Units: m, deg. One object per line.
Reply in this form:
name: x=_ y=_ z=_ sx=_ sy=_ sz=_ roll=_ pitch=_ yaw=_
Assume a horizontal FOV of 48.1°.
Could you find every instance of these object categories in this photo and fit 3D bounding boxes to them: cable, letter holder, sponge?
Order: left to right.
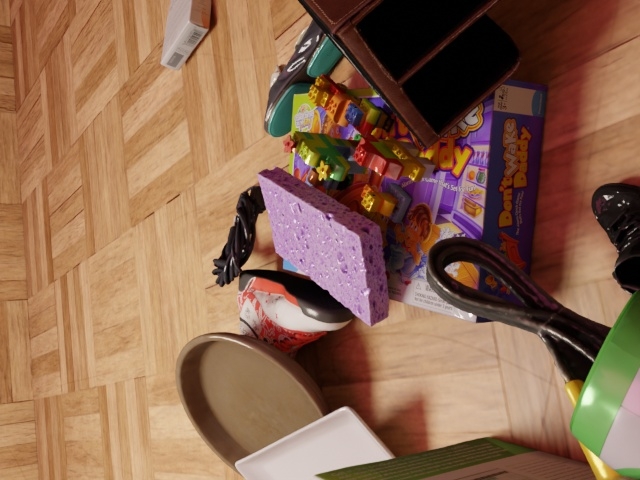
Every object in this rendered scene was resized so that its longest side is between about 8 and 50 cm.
cable: x=-0.132 y=-0.002 z=1.099 sx=0.151 sy=0.047 sz=0.184 roll=-58 pitch=16 yaw=23
sponge: x=0.000 y=0.000 z=0.819 sx=0.210 sy=0.031 sz=0.117 roll=34 pitch=142 yaw=48
letter holder: x=0.093 y=-0.271 z=0.714 sx=0.214 sy=0.152 sz=0.302 roll=-40 pitch=36 yaw=10
cable: x=0.210 y=0.076 z=0.584 sx=0.287 sy=0.139 sz=0.072 roll=52 pitch=170 yaw=29

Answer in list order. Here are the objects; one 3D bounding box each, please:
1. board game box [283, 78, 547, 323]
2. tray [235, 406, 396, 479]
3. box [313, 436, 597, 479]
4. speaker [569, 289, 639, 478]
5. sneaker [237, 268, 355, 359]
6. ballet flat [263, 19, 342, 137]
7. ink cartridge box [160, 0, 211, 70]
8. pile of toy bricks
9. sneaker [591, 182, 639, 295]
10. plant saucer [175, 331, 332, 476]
board game box: x=0.086 y=-0.056 z=0.828 sx=0.347 sy=0.078 sz=0.234 roll=11 pitch=99 yaw=54
tray: x=0.006 y=0.301 z=0.931 sx=0.145 sy=0.030 sz=0.270 roll=48 pitch=132 yaw=-4
box: x=0.176 y=0.231 z=0.571 sx=0.322 sy=0.232 sz=0.059 roll=1 pitch=91 yaw=55
speaker: x=0.305 y=0.138 z=0.407 sx=0.296 sy=0.131 sz=0.131 roll=26 pitch=113 yaw=28
sneaker: x=-0.038 y=0.130 z=0.999 sx=0.270 sy=0.090 sz=0.145 roll=13 pitch=102 yaw=57
ballet flat: x=-0.024 y=-0.236 z=0.992 sx=0.203 sy=0.074 sz=0.074 roll=-52 pitch=50 yaw=33
ink cartridge box: x=-0.247 y=-0.431 z=1.347 sx=0.145 sy=0.045 sz=0.179 roll=-32 pitch=46 yaw=51
pile of toy bricks: x=0.012 y=-0.097 z=0.772 sx=0.212 sy=0.105 sz=0.118 roll=52 pitch=130 yaw=41
sneaker: x=0.261 y=0.009 z=0.571 sx=0.170 sy=0.089 sz=0.051 roll=56 pitch=133 yaw=38
plant saucer: x=-0.087 y=0.241 z=1.009 sx=0.277 sy=0.041 sz=0.278 roll=18 pitch=125 yaw=26
